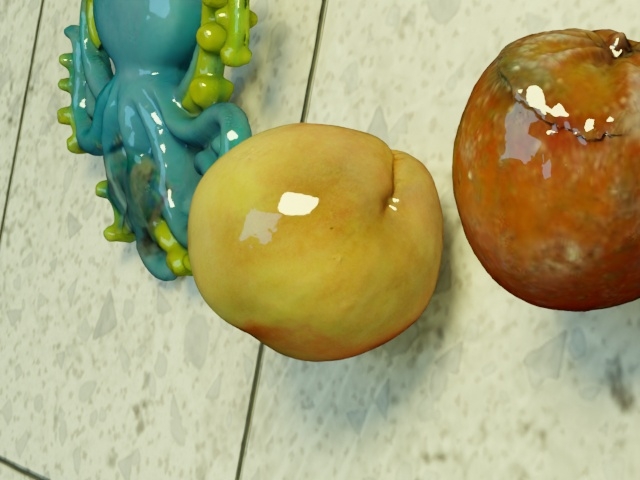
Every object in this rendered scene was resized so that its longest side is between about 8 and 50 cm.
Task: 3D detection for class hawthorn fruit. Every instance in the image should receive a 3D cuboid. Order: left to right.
[{"bbox_3d":[0.162,-0.041,1.013,0.173,0.173,0.173,-16,69,50],"label":"hawthorn fruit"}]

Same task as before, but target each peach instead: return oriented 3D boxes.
[{"bbox_3d":[0.000,0.000,1.203,0.184,0.184,0.184,-16,69,50],"label":"peach"}]

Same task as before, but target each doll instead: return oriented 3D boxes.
[{"bbox_3d":[-0.131,-0.135,1.490,0.346,0.099,0.341,10,103,58],"label":"doll"}]
